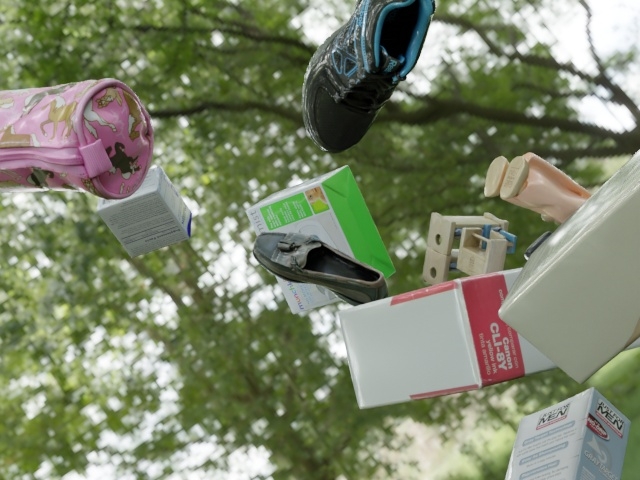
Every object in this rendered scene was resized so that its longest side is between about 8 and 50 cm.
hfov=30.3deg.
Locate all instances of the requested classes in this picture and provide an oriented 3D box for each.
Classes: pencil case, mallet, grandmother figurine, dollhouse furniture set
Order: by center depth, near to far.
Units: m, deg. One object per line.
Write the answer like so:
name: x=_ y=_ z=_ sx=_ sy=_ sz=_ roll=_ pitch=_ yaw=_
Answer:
pencil case: x=-0.406 y=-0.126 z=1.546 sx=0.386 sy=0.167 sz=0.160 roll=-1 pitch=-28 yaw=26
grandmother figurine: x=0.456 y=-0.045 z=2.005 sx=0.104 sy=0.342 sz=0.208 roll=-66 pitch=19 yaw=5
mallet: x=0.432 y=0.076 z=2.079 sx=0.062 sy=0.190 sz=0.039 roll=-33 pitch=-5 yaw=-13
dollhouse furniture set: x=0.288 y=0.036 z=2.089 sx=0.129 sy=0.183 sz=0.129 roll=-1 pitch=-74 yaw=-29

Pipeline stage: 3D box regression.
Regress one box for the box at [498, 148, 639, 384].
box: x=0.335 y=-0.007 z=1.209 sx=0.311 sy=0.121 sz=0.148 roll=-50 pitch=0 yaw=40

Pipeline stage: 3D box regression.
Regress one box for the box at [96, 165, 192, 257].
box: x=-0.324 y=-0.052 z=2.191 sx=0.126 sy=0.072 sz=0.137 roll=-18 pitch=-48 yaw=14

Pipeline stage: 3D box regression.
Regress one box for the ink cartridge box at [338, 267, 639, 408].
ink cartridge box: x=0.269 y=0.136 z=1.814 sx=0.384 sy=0.160 sz=0.279 roll=-8 pitch=-8 yaw=-38

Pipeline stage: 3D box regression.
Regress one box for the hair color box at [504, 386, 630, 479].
hair color box: x=0.414 y=0.453 z=2.069 sx=0.185 sy=0.113 sz=0.374 roll=-34 pitch=22 yaw=42

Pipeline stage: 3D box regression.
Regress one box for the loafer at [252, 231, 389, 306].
loafer: x=0.002 y=0.037 z=2.124 sx=0.084 sy=0.267 sz=0.096 roll=90 pitch=-155 yaw=-59

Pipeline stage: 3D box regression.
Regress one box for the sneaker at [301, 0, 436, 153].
sneaker: x=0.065 y=-0.257 z=1.719 sx=0.125 sy=0.140 sz=0.341 roll=11 pitch=-55 yaw=-18

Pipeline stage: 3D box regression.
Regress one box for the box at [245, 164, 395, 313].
box: x=0.000 y=0.000 z=2.593 sx=0.231 sy=0.262 sz=0.127 roll=-18 pitch=11 yaw=37
